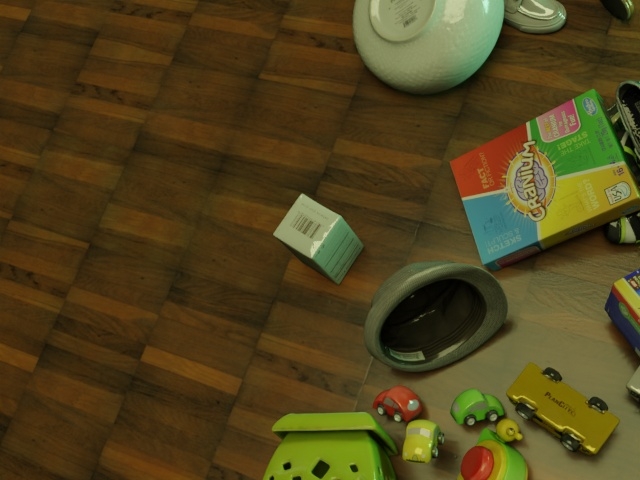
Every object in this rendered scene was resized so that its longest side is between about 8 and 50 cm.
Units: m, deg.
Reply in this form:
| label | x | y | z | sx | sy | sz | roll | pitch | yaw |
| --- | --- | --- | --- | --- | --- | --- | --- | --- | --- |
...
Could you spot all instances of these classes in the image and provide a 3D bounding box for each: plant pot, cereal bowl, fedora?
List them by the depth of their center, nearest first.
| label | x | y | z | sx | sy | sz | roll | pitch | yaw |
| --- | --- | --- | --- | --- | --- | --- | --- | --- | --- |
| plant pot | 0.027 | 0.433 | 1.558 | 0.228 | 0.227 | 0.207 | -6 | 62 | 17 |
| fedora | 0.204 | 0.123 | 1.639 | 0.275 | 0.244 | 0.124 | -37 | 34 | 12 |
| cereal bowl | 0.206 | -0.487 | 1.825 | 0.339 | 0.141 | 0.339 | -3 | 85 | 33 |

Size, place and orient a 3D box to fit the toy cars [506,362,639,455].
| label | x | y | z | sx | sy | sz | roll | pitch | yaw |
| --- | --- | --- | --- | --- | --- | --- | --- | --- | --- |
| toy cars | 0.532 | 0.298 | 1.515 | 0.393 | 0.087 | 0.176 | -6 | 57 | 11 |

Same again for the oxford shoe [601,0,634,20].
| label | x | y | z | sx | sy | sz | roll | pitch | yaw |
| --- | --- | --- | --- | --- | --- | --- | --- | --- | --- |
| oxford shoe | 0.617 | -0.559 | 1.819 | 0.076 | 0.076 | 0.212 | -20 | 65 | -1 |

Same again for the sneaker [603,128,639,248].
| label | x | y | z | sx | sy | sz | roll | pitch | yaw |
| --- | --- | --- | --- | --- | --- | --- | --- | --- | --- |
| sneaker | 0.600 | -0.098 | 1.652 | 0.097 | 0.084 | 0.235 | 4 | 78 | 9 |

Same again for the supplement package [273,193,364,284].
| label | x | y | z | sx | sy | sz | roll | pitch | yaw |
| --- | --- | --- | --- | --- | --- | --- | --- | --- | --- |
| supplement package | 0.000 | 0.000 | 1.748 | 0.105 | 0.179 | 0.105 | 31 | 82 | 26 |

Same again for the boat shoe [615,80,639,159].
| label | x | y | z | sx | sy | sz | roll | pitch | yaw |
| --- | --- | --- | --- | --- | --- | --- | --- | --- | --- |
| boat shoe | 0.633 | -0.165 | 1.565 | 0.108 | 0.102 | 0.301 | -32 | 71 | 29 |

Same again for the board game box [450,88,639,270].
| label | x | y | z | sx | sy | sz | roll | pitch | yaw |
| --- | --- | --- | --- | --- | --- | --- | --- | --- | --- |
| board game box | 0.431 | -0.112 | 1.663 | 0.316 | 0.064 | 0.242 | -27 | 62 | 27 |

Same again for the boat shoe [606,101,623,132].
| label | x | y | z | sx | sy | sz | roll | pitch | yaw |
| --- | --- | --- | --- | --- | --- | --- | --- | --- | --- |
| boat shoe | 0.547 | -0.226 | 1.709 | 0.073 | 0.080 | 0.223 | 42 | 92 | 22 |

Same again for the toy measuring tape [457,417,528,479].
| label | x | y | z | sx | sy | sz | roll | pitch | yaw |
| --- | --- | --- | --- | --- | --- | --- | --- | --- | --- |
| toy measuring tape | 0.282 | 0.470 | 1.509 | 0.121 | 0.121 | 0.330 | 21 | 78 | 24 |

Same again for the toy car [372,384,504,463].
| label | x | y | z | sx | sy | sz | roll | pitch | yaw |
| --- | --- | --- | --- | --- | --- | --- | --- | --- | --- |
| toy car | 0.227 | 0.312 | 1.581 | 0.225 | 0.239 | 0.053 | -10 | 109 | -9 |

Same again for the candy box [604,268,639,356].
| label | x | y | z | sx | sy | sz | roll | pitch | yaw |
| --- | --- | --- | --- | --- | --- | --- | --- | --- | --- |
| candy box | 0.698 | 0.125 | 1.459 | 0.317 | 0.122 | 0.268 | -27 | 57 | -5 |

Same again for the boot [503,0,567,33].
| label | x | y | z | sx | sy | sz | roll | pitch | yaw |
| --- | --- | --- | --- | --- | --- | --- | --- | --- | --- |
| boot | 0.405 | -0.537 | 1.849 | 0.258 | 0.123 | 0.095 | 28 | 81 | 25 |
